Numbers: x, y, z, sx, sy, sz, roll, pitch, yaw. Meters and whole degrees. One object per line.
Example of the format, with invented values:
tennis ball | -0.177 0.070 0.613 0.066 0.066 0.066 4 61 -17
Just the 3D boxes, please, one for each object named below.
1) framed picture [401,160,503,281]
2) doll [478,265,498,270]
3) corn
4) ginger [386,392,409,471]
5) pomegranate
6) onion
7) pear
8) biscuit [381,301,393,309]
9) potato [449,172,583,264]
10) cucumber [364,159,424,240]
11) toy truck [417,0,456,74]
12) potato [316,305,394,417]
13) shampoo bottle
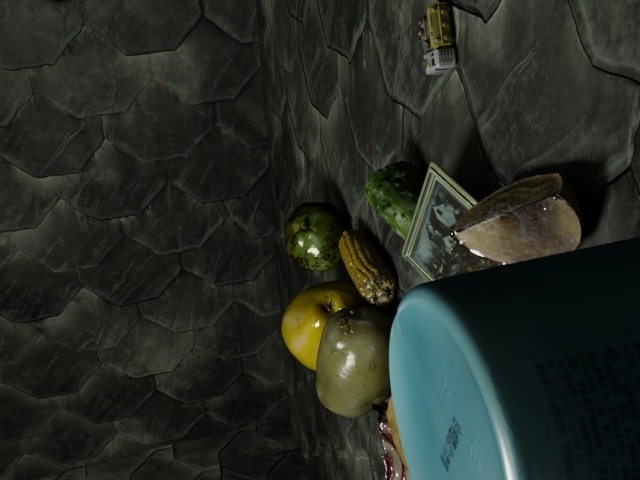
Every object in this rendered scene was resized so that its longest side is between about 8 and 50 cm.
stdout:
framed picture | 0.251 0.020 1.295 0.232 0.019 0.296 46 152 24
doll | 0.301 0.091 1.081 0.160 0.161 0.059 33 137 49
corn | 0.122 0.067 1.903 0.318 0.115 0.115 -120 24 -56
ginger | 0.251 0.509 1.468 0.348 0.122 0.363 62 173 -9
pomegranate | -0.017 -0.001 2.217 0.276 0.203 0.222 126 151 -69
onion | 0.225 0.556 1.782 0.280 0.146 0.315 4 -105 -78
pear | 0.024 0.238 2.075 0.285 0.284 0.336 -112 25 -44
biscuit | 0.182 0.157 1.902 0.092 0.016 0.082 -140 47 -69
potato | 0.326 -0.033 1.051 0.120 0.100 0.261 44 155 -12
cucumber | 0.196 -0.054 1.470 0.134 0.134 0.244 93 158 -43
toy truck | 0.218 -0.374 1.283 0.063 0.052 0.123 -178 80 -71
potato | 0.107 0.319 1.849 0.221 0.243 0.327 48 134 50
shampoo bottle | 0.285 0.177 0.749 0.331 0.342 0.331 170 90 -77
